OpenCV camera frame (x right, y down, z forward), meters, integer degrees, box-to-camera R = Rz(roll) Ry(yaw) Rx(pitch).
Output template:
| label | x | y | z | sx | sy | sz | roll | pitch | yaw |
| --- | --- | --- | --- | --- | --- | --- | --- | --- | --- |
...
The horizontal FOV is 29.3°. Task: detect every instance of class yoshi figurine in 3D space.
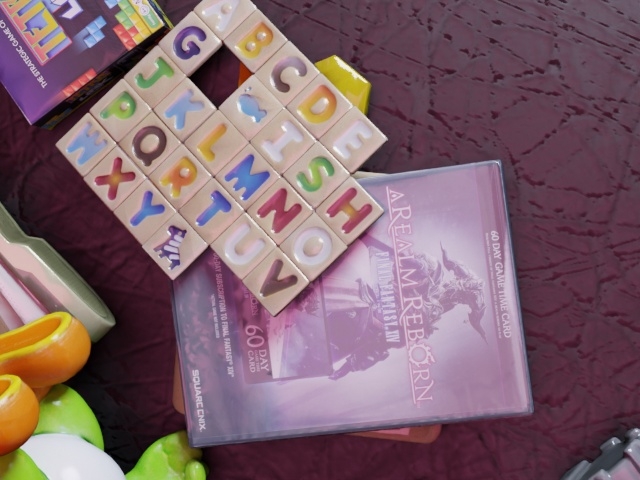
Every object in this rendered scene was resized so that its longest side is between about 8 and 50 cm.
| label | x | y | z | sx | sy | sz | roll | pitch | yaw |
| --- | --- | --- | --- | --- | --- | --- | --- | --- | --- |
| yoshi figurine | -0.147 | 0.242 | 0.925 | 0.203 | 0.203 | 0.362 | -29 | 109 | -22 |

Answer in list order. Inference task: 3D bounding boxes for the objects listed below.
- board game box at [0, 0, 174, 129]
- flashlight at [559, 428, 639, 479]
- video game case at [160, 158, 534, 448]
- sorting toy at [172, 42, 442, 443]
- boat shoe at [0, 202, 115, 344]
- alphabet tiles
| label | x | y | z | sx | sy | sz | roll | pitch | yaw |
| --- | --- | --- | --- | --- | --- | --- | --- | --- | --- |
| board game box | -0.226 | -0.202 | 1.015 | 0.141 | 0.048 | 0.170 | -36 | 86 | 6 |
| flashlight | 0.317 | 0.276 | 0.916 | 0.103 | 0.103 | 0.304 | -41 | 86 | 8 |
| video game case | 0.017 | 0.052 | 0.956 | 0.274 | 0.026 | 0.196 | -8 | 89 | 13 |
| sorting toy | 0.000 | 0.000 | 0.994 | 0.229 | 0.041 | 0.307 | 6 | 91 | 12 |
| boat shoe | -0.309 | -0.004 | 0.997 | 0.103 | 0.113 | 0.302 | -45 | 86 | 1 |
| alphabet tiles | -0.070 | -0.064 | 0.964 | 0.198 | 0.009 | 0.237 | -44 | 72 | 2 |
